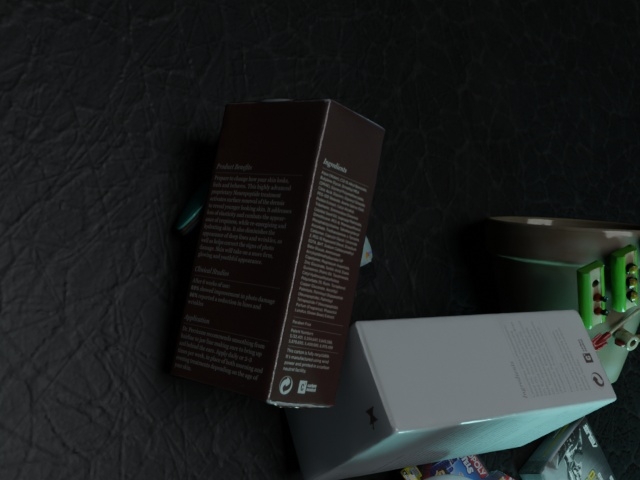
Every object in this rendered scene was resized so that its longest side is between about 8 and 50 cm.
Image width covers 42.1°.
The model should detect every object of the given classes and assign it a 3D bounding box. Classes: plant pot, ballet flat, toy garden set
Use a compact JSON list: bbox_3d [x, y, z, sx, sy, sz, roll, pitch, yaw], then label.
[{"bbox_3d":[0.452,0.104,1.509,0.323,0.323,0.280,-2,98,-39],"label":"plant pot"},{"bbox_3d":[-0.136,-0.076,1.196,0.074,0.074,0.203,39,56,-26],"label":"ballet flat"},{"bbox_3d":[0.535,0.096,1.359,0.244,0.049,0.204,-23,121,-17],"label":"toy garden set"}]

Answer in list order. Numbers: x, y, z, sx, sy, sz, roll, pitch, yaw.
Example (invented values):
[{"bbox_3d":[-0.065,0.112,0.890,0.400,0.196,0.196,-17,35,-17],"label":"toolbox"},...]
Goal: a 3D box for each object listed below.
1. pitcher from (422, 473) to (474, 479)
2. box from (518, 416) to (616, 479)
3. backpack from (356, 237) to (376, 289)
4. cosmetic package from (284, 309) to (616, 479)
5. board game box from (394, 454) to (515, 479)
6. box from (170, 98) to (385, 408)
[{"bbox_3d":[0.145,0.403,1.237,0.207,0.178,0.125,2,109,-31],"label":"pitcher"},{"bbox_3d":[0.486,0.478,1.579,0.183,0.056,0.231,-35,102,-39],"label":"box"},{"bbox_3d":[0.000,0.000,1.259,0.152,0.115,0.182,-27,94,-37],"label":"backpack"},{"bbox_3d":[0.195,0.228,1.250,0.453,0.230,0.161,1,59,-36],"label":"cosmetic package"},{"bbox_3d":[0.236,0.418,1.368,0.194,0.060,0.194,-26,82,-32],"label":"board game box"},{"bbox_3d":[-0.057,0.014,1.102,0.143,0.191,0.381,16,83,-49],"label":"box"}]
